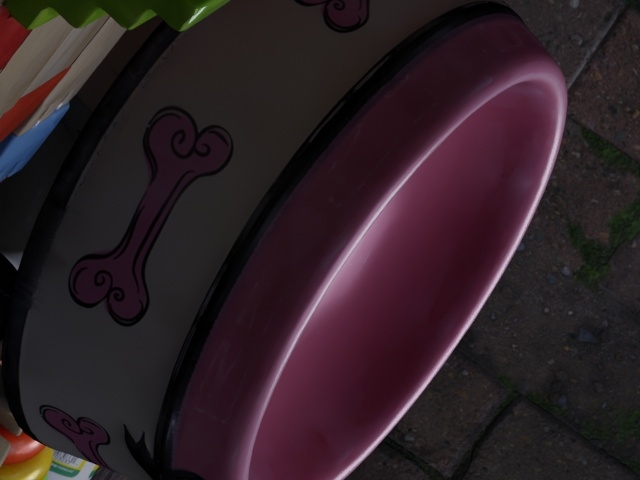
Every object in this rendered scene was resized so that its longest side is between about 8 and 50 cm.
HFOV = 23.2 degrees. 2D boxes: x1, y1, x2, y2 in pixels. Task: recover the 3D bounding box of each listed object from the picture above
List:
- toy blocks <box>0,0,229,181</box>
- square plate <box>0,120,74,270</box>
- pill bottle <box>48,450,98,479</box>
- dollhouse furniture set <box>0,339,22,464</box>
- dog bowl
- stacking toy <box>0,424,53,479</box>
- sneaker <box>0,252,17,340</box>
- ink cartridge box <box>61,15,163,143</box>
[{"bbox_3d":[-0.162,-0.073,0.553,0.261,0.191,0.381,-45,-179,32],"label":"toy blocks"},{"bbox_3d":[-0.126,-0.118,1.126,0.347,0.049,0.344,-55,174,-5],"label":"square plate"},{"bbox_3d":[-0.210,0.113,1.428,0.208,0.117,0.117,-56,175,10],"label":"pill bottle"},{"bbox_3d":[-0.315,0.182,1.069,0.262,0.135,0.259,-57,-174,17],"label":"dollhouse furniture set"},{"bbox_3d":[0.000,0.000,0.967,0.408,0.150,0.408,-46,158,-25],"label":"dog bowl"},{"bbox_3d":[-0.277,0.186,1.300,0.141,0.141,0.330,-48,166,-53],"label":"stacking toy"},{"bbox_3d":[-0.218,0.021,0.913,0.090,0.081,0.232,-35,175,-26],"label":"sneaker"},{"bbox_3d":[-0.036,-0.178,0.936,0.308,0.091,0.385,-51,163,-15],"label":"ink cartridge box"}]
